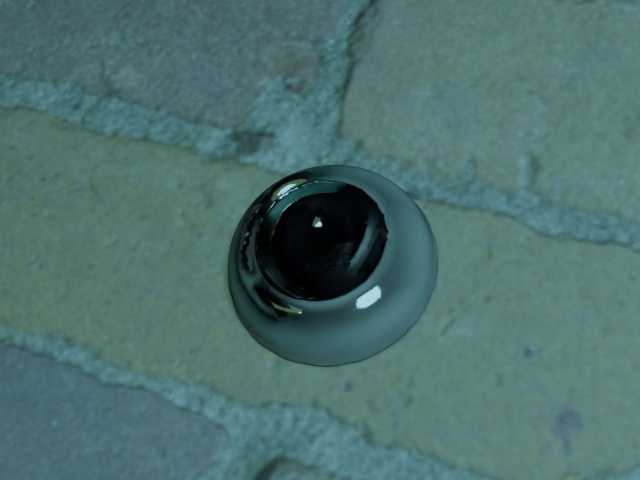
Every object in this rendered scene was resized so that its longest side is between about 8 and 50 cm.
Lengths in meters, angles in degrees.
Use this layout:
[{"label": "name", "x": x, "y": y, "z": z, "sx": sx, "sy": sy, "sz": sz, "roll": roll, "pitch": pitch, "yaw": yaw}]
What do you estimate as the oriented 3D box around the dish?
[{"label": "dish", "x": 0.000, "y": 0.000, "z": 0.690, "sx": 0.141, "sy": 0.078, "sz": 0.141, "roll": -5, "pitch": 63, "yaw": 10}]
